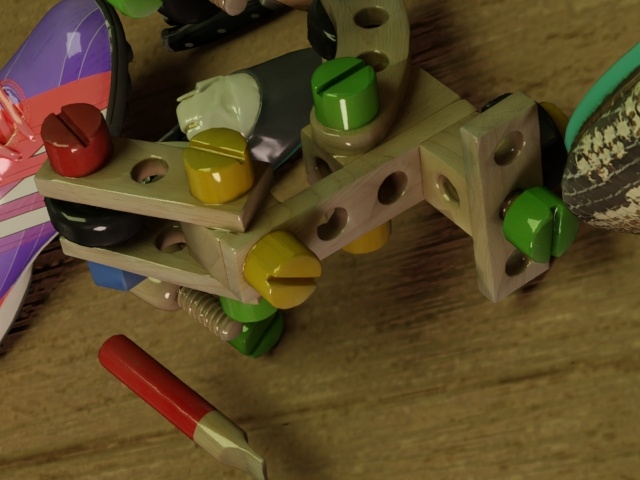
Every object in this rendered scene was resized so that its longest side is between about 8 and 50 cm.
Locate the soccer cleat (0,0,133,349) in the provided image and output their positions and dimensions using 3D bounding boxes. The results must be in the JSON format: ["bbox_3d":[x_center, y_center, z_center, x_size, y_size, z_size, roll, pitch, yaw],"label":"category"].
[{"bbox_3d":[-0.229,-0.035,1.310,0.318,0.116,0.108,-56,46,33],"label":"soccer cleat"}]

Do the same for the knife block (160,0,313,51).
[{"bbox_3d":[-0.011,-0.192,1.201,0.276,0.088,0.242,41,108,43],"label":"knife block"}]

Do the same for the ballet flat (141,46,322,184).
[{"bbox_3d":[-0.076,-0.055,1.236,0.203,0.074,0.074,-39,53,30],"label":"ballet flat"}]

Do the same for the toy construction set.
[{"bbox_3d":[0.000,0.000,1.064,0.237,0.257,0.308,37,125,32],"label":"toy construction set"}]

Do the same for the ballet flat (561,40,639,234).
[{"bbox_3d":[0.303,-0.111,0.667,0.483,0.164,0.182,-40,62,16],"label":"ballet flat"}]
